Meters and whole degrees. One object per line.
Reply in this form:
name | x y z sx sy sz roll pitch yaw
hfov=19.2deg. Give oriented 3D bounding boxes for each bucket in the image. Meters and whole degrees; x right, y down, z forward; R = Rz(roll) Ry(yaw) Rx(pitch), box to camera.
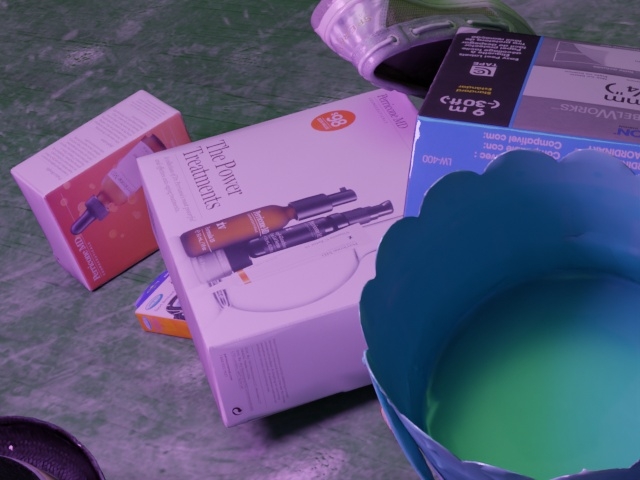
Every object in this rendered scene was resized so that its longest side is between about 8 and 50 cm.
bucket | 0.178 0.088 1.404 0.281 0.183 0.281 -6 60 10

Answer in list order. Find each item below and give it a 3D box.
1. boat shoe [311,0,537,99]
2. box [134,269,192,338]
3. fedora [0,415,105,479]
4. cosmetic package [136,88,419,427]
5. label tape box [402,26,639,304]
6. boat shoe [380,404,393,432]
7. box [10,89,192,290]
boat shoe | 0.123 -0.183 1.886 0.118 0.320 0.103 -44 59 24
box | -0.117 0.061 1.854 0.136 0.028 0.081 6 41 40
fedora | -0.329 0.261 1.481 0.334 0.152 0.334 -14 56 22
cosmetic package | 0.000 0.000 1.776 0.284 0.097 0.377 -15 31 -8
label tape box | 0.208 -0.071 1.660 0.240 0.106 0.334 8 28 11
boat shoe | 0.117 0.129 1.592 0.135 0.050 0.045 -31 35 6
box | -0.213 -0.054 1.986 0.170 0.130 0.091 -34 34 -17
